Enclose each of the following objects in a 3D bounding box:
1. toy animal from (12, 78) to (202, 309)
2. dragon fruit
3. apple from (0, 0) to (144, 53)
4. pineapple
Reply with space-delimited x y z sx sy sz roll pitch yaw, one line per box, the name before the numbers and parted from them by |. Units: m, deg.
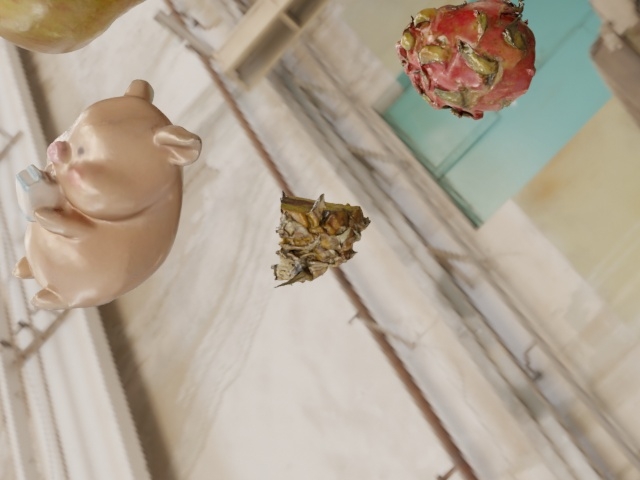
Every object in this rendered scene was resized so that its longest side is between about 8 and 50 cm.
toy animal | -0.282 -0.059 1.286 0.213 0.256 0.195 -9 -142 -28
dragon fruit | 0.307 -0.402 2.150 0.291 0.250 0.269 11 161 -11
apple | -0.448 -0.508 1.759 0.333 0.400 0.400 42 -168 -1
pineapple | -0.001 0.005 1.681 0.161 0.158 0.334 10 179 -4
